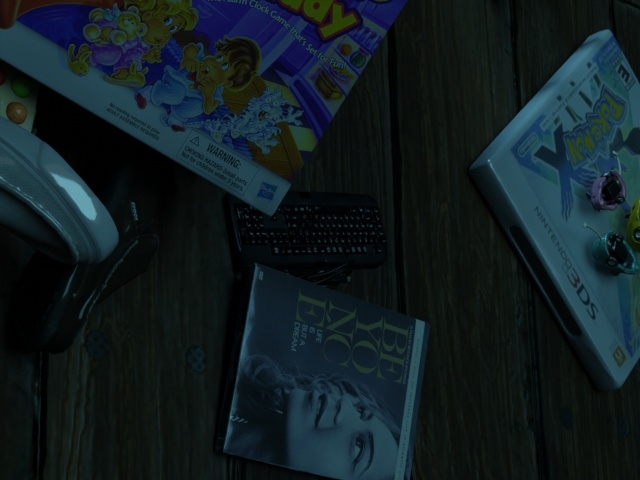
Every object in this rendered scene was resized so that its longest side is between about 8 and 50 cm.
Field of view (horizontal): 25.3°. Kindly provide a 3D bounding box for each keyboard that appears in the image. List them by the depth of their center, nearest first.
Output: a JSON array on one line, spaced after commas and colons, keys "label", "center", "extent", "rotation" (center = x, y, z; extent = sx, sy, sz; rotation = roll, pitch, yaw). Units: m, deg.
[{"label": "keyboard", "center": [0.000, 0.000, 1.302], "extent": [0.192, 0.038, 0.100], "rotation": [-1, 79, -43]}]

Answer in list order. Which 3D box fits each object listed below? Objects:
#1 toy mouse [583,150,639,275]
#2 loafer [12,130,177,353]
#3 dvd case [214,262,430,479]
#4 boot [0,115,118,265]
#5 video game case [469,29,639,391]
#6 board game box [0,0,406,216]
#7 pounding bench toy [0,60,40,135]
[{"label": "toy mouse", "center": [0.320, -0.017, 1.569], "extent": [0.143, 0.031, 0.161], "rotation": [-10, 84, -45]}, {"label": "loafer", "center": [-0.163, 0.005, 1.112], "extent": [0.078, 0.080, 0.220], "rotation": [43, 52, -26]}, {"label": "dvd case", "center": [0.009, 0.128, 1.269], "extent": [0.221, 0.018, 0.165], "rotation": [21, 72, -39]}, {"label": "boot", "center": [-0.274, -0.041, 0.990], "extent": [0.258, 0.095, 0.123], "rotation": [38, 58, 1]}, {"label": "video game case", "center": [0.325, -0.042, 1.628], "extent": [0.329, 0.036, 0.300], "rotation": [-46, 109, -42]}, {"label": "board game box", "center": [-0.126, -0.207, 1.067], "extent": [0.347, 0.078, 0.233], "rotation": [30, 97, -17]}, {"label": "pounding bench toy", "center": [-0.239, -0.098, 1.083], "extent": [0.083, 0.065, 0.052], "rotation": [23, 62, -38]}]
